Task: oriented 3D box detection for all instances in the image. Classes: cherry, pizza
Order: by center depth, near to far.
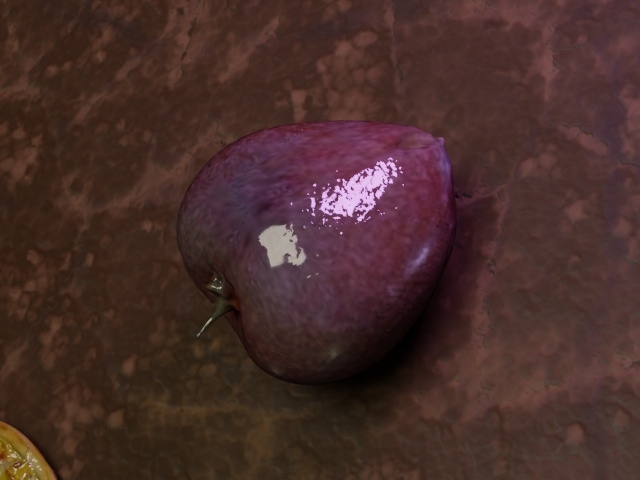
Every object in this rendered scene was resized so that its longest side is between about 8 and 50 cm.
[{"bbox_3d":[0.000,0.000,1.862,0.307,0.221,0.261,-37,63,-4],"label":"cherry"},{"bbox_3d":[-0.346,0.252,2.063,0.160,0.036,0.099,34,89,36],"label":"pizza"}]
